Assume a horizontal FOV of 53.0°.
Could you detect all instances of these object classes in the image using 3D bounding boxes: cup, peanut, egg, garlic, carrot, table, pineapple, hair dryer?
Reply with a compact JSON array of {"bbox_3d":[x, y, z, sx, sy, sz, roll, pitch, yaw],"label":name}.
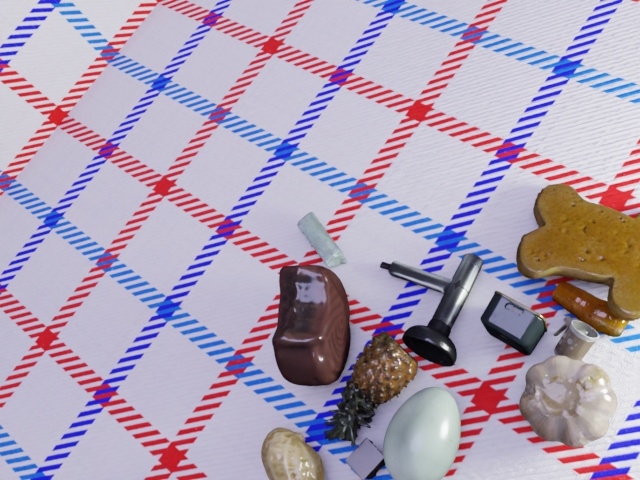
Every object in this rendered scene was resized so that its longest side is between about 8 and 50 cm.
[{"bbox_3d":[0.642,0.256,1.649,0.102,0.074,0.099,43,123,36],"label":"cup"},{"bbox_3d":[-0.046,0.646,1.705,0.153,0.140,0.325,-33,62,-16],"label":"peanut"},{"bbox_3d":[0.262,0.499,1.633,0.182,0.183,0.264,18,69,25],"label":"egg"},{"bbox_3d":[0.608,0.395,1.575,0.227,0.152,0.228,-5,80,29],"label":"garlic"},{"bbox_3d":[0.701,0.180,1.674,0.193,0.087,0.087,31,80,27],"label":"carrot"},{"bbox_3d":[0.127,0.582,1.700,0.083,0.082,0.070,-46,62,-4],"label":"table"},{"bbox_3d":[0.116,0.417,1.743,0.169,0.169,0.340,41,92,28],"label":"pineapple"},{"bbox_3d":[0.294,0.179,1.831,0.284,0.156,0.320,-1,53,40],"label":"hair dryer"}]

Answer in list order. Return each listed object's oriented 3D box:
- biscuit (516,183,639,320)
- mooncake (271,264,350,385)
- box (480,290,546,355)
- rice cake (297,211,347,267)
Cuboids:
[{"bbox_3d":[0.738,0.031,1.705,0.394,0.076,0.368,17,59,23],"label":"biscuit"},{"bbox_3d":[-0.019,0.222,1.781,0.174,0.334,0.326,-2,28,17],"label":"mooncake"},{"bbox_3d":[0.500,0.219,1.662,0.144,0.201,0.090,31,84,26],"label":"box"},{"bbox_3d":[0.000,0.000,2.004,0.069,0.063,0.206,-36,61,4],"label":"rice cake"}]
